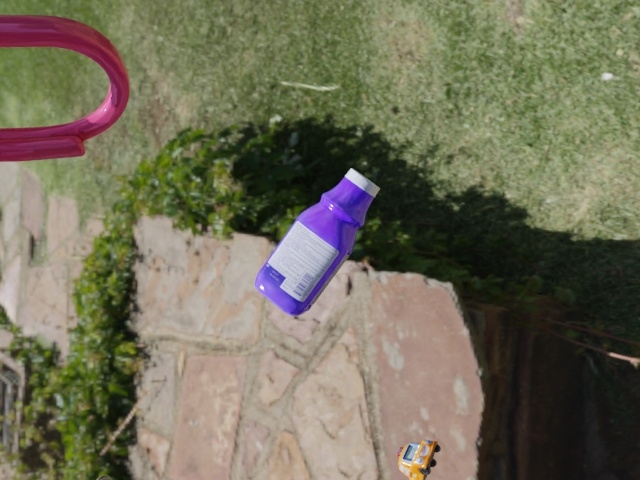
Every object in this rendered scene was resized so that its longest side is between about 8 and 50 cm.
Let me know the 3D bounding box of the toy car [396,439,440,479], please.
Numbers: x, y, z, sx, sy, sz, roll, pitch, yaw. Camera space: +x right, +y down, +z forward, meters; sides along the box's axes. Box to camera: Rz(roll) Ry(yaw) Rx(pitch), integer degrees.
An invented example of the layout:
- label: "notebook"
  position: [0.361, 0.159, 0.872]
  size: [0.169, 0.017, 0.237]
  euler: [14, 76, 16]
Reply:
- label: "toy car"
  position: [0.083, 0.260, 0.778]
  size: [0.041, 0.060, 0.122]
  euler: [21, 67, 18]

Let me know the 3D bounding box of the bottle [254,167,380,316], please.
- label: "bottle"
  position: [0.000, 0.000, 1.393]
  size: [0.118, 0.092, 0.282]
  euler: [37, 95, 13]

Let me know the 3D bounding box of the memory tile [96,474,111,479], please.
- label: "memory tile"
  position: [-0.418, 0.490, 1.345]
  size: [0.012, 0.113, 0.147]
  euler: [24, 116, 32]

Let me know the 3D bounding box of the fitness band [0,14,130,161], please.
- label: "fitness band"
  position: [-0.407, -0.204, 1.031]
  size: [0.208, 0.291, 0.054]
  euler: [101, 156, -43]
